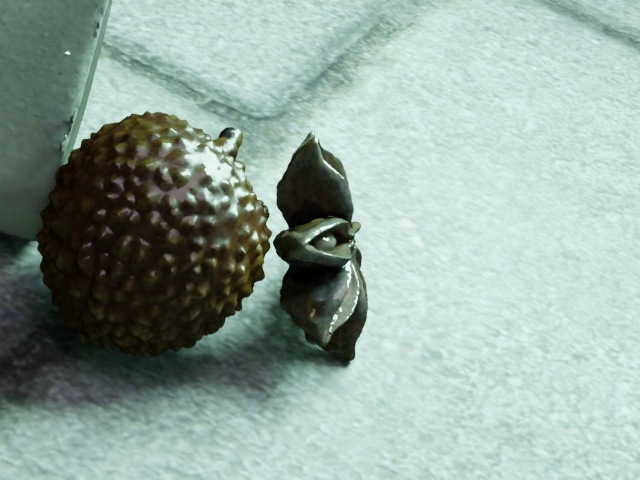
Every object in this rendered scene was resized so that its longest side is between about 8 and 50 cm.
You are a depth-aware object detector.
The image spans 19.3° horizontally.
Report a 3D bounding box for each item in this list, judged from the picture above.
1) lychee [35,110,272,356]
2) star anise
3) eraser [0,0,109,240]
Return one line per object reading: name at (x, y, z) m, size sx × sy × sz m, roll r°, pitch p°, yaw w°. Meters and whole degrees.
lychee at (-0.135, -0.014, 1.605) m, size 0.200 × 0.200 × 0.238 m, roll 32°, pitch 62°, yaw 14°
star anise at (0.001, 0.016, 1.669) m, size 0.073 × 0.212 × 0.197 m, roll -6°, pitch 53°, yaw 7°
eraser at (-0.277, -0.181, 1.747) m, size 0.150 × 0.331 × 0.331 m, roll 15°, pitch 35°, yaw -7°
